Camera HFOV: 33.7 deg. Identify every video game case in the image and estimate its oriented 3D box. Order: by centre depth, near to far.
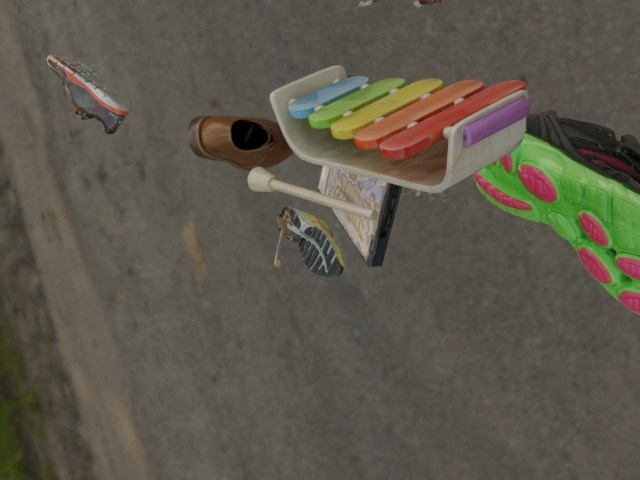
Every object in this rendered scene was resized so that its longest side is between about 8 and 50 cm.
[{"bbox_3d":[0.074,-0.131,1.933,0.275,0.035,0.248,-121,35,-49],"label":"video game case"}]

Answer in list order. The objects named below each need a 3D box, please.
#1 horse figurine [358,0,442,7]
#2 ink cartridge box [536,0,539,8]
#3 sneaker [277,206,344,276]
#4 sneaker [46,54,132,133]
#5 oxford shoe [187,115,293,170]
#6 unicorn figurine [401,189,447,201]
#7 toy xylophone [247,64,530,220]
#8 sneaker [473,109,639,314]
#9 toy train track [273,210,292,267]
[{"bbox_3d":[0.145,-0.607,2.219,0.174,0.066,0.263,-9,103,17],"label":"horse figurine"},{"bbox_3d":[0.373,-0.562,2.096,0.062,0.109,0.209,-16,73,15],"label":"ink cartridge box"},{"bbox_3d":[0.000,0.000,2.188,0.208,0.094,0.081,51,120,38],"label":"sneaker"},{"bbox_3d":[-0.334,-0.203,1.478,0.158,0.061,0.065,39,113,24],"label":"sneaker"},{"bbox_3d":[-0.086,-0.133,1.438,0.076,0.212,0.076,-2,92,31],"label":"oxford shoe"},{"bbox_3d":[0.207,-0.121,1.990,0.111,0.060,0.162,-98,18,-55],"label":"unicorn figurine"},{"bbox_3d":[0.064,-0.115,1.152,0.322,0.236,0.081,12,124,41],"label":"toy xylophone"},{"bbox_3d":[0.415,-0.067,1.484,0.483,0.202,0.185,46,152,41],"label":"sneaker"},{"bbox_3d":[-0.049,-0.002,1.456,0.014,0.048,0.083,2,64,22],"label":"toy train track"}]
